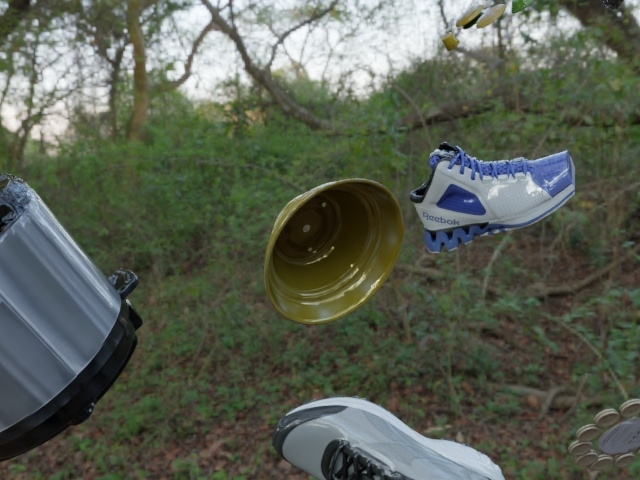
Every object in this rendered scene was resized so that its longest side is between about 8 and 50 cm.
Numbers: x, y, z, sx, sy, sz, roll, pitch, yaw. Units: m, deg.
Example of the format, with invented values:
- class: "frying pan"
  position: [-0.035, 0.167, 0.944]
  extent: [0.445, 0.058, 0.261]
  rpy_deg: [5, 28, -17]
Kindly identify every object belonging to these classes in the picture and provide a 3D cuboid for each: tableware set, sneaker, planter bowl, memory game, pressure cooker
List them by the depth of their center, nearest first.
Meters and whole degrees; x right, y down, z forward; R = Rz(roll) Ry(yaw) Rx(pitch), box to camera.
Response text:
- class: "sneaker"
  position: [0.075, 0.254, 0.777]
  extent: [0.272, 0.100, 0.108]
  rpy_deg: [17, 19, 7]
- class: "planter bowl"
  position: [0.000, 0.000, 0.954]
  extent: [0.217, 0.217, 0.090]
  rpy_deg: [-8, 31, -33]
- class: "tableware set"
  position: [0.239, -0.318, 0.997]
  extent: [0.154, 0.024, 0.104]
  rpy_deg: [-23, 30, 40]
- class: "memory game"
  position: [0.470, 0.297, 1.079]
  extent: [0.186, 0.186, 0.012]
  rpy_deg: [-5, 42, -9]
- class: "pressure cooker"
  position: [-0.526, 0.152, 1.166]
  extent: [0.370, 0.420, 0.375]
  rpy_deg: [-23, 29, 18]
- class: "sneaker"
  position: [0.295, -0.107, 1.304]
  extent: [0.316, 0.182, 0.127]
  rpy_deg: [-24, 22, 27]

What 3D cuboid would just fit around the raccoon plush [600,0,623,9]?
- class: "raccoon plush"
  position: [0.435, -0.597, 1.349]
  extent: [0.216, 0.299, 0.446]
  rpy_deg: [-13, 20, -41]
